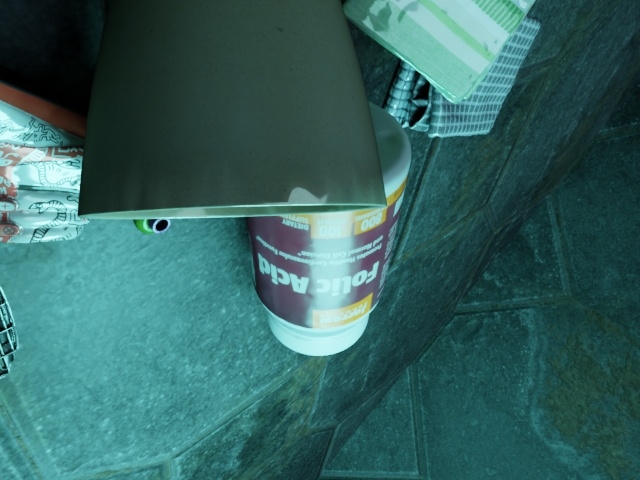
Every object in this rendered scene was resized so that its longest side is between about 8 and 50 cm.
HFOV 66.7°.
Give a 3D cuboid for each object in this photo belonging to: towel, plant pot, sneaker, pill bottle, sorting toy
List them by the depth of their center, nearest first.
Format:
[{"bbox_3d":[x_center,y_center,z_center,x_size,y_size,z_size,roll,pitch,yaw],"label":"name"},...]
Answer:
[{"bbox_3d":[-0.287,-0.075,0.400,0.145,0.090,0.270,-57,153,7],"label":"sneaker"},{"bbox_3d":[-0.078,-0.159,0.422,0.256,0.256,0.274,-5,93,-52],"label":"plant pot"},{"bbox_3d":[-0.192,-0.043,0.622,0.102,0.042,0.061,-51,151,1],"label":"sorting toy"},{"bbox_3d":[0.210,-0.389,0.673,0.248,0.038,0.325,28,105,-26],"label":"towel"},{"bbox_3d":[0.000,0.000,0.753,0.224,0.224,0.392,-33,147,-28],"label":"pill bottle"},{"bbox_3d":[0.263,-0.306,0.872,0.284,0.121,0.235,-17,137,-45],"label":"towel"}]

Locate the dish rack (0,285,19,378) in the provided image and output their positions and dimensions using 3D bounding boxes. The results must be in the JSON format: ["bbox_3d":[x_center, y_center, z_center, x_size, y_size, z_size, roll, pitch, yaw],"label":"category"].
[{"bbox_3d":[-0.434,0.112,0.439,0.271,0.074,0.208,-26,145,-39],"label":"dish rack"}]
